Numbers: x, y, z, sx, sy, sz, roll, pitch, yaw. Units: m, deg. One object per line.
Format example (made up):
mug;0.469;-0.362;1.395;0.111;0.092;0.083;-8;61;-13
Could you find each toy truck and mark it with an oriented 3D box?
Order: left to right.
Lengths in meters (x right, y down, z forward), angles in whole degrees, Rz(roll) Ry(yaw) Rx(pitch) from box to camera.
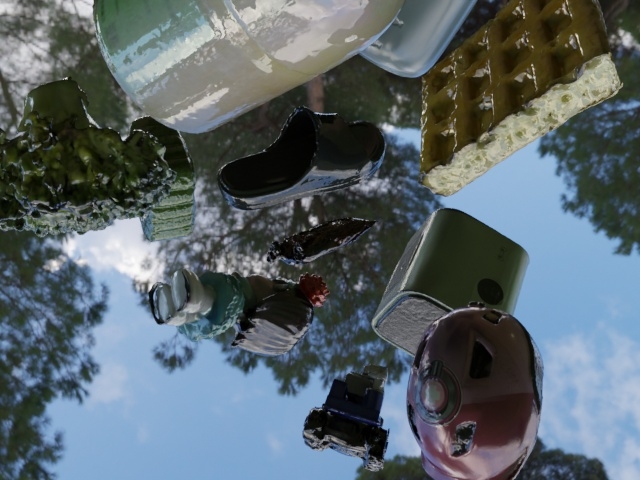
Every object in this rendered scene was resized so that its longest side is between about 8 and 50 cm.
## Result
toy truck;0.065;0.327;1.221;0.161;0.213;0.177;16;-113;9

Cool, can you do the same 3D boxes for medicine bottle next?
medicine bottle;-0.047;-0.300;0.730;0.406;0.236;0.236;-19;-149;36

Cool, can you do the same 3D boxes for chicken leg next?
chicken leg;0.000;0.000;1.319;0.234;0.063;0.105;-22;-158;-18

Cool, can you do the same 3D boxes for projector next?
projector;0.288;0.116;1.419;0.248;0.248;0.249;30;-124;-1

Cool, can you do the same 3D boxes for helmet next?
helmet;0.204;0.205;0.907;0.198;0.154;0.253;2;-126;45

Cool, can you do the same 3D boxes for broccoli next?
broccoli;-0.429;-0.109;1.089;0.324;0.334;0.272;-49;-69;-15

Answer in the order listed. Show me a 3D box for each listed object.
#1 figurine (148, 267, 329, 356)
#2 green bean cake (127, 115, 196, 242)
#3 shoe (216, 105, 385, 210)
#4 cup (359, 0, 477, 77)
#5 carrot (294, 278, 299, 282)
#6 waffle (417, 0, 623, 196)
figurine;-0.102;0.090;0.866;0.245;0.138;0.110;16;-135;-49
green bean cake;-0.358;-0.146;1.434;0.125;0.222;0.248;-12;-127;-21
shoe;-0.021;-0.120;0.838;0.241;0.093;0.108;-21;-131;-16
cup;0.148;-0.538;1.352;0.357;0.274;0.259;44;-152;24
carrot;-0.051;0.138;1.204;0.059;0.248;0.059;2;-119;-3
waffle;0.216;-0.190;0.745;0.055;0.248;0.221;33;-136;-24
